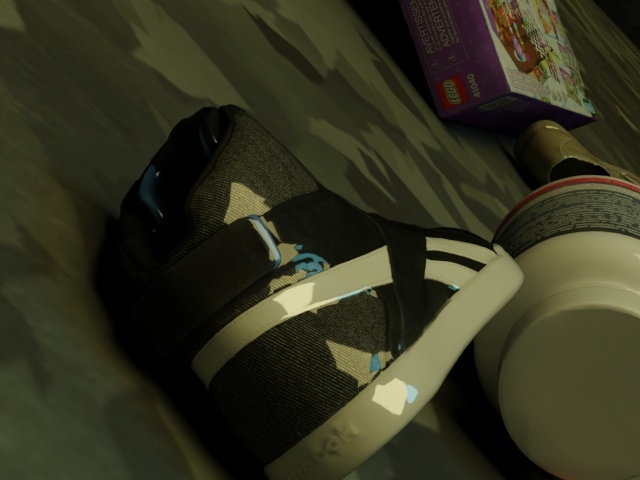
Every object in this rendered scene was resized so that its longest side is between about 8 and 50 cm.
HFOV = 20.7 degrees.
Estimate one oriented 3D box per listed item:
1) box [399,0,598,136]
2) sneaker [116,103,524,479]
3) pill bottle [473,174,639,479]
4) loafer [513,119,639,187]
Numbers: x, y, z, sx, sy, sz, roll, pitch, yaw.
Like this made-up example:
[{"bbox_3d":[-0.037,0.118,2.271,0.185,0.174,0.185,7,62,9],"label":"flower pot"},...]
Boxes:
[{"bbox_3d":[0.121,-0.182,1.302,0.293,0.057,0.201,2,69,-70],"label":"box"},{"bbox_3d":[0.000,0.000,0.610,0.121,0.079,0.217,51,17,0],"label":"sneaker"},{"bbox_3d":[0.125,0.040,0.807,0.108,0.108,0.180,48,16,-6],"label":"pill bottle"},{"bbox_3d":[0.202,-0.032,1.293,0.148,0.056,0.050,30,24,-26],"label":"loafer"}]
